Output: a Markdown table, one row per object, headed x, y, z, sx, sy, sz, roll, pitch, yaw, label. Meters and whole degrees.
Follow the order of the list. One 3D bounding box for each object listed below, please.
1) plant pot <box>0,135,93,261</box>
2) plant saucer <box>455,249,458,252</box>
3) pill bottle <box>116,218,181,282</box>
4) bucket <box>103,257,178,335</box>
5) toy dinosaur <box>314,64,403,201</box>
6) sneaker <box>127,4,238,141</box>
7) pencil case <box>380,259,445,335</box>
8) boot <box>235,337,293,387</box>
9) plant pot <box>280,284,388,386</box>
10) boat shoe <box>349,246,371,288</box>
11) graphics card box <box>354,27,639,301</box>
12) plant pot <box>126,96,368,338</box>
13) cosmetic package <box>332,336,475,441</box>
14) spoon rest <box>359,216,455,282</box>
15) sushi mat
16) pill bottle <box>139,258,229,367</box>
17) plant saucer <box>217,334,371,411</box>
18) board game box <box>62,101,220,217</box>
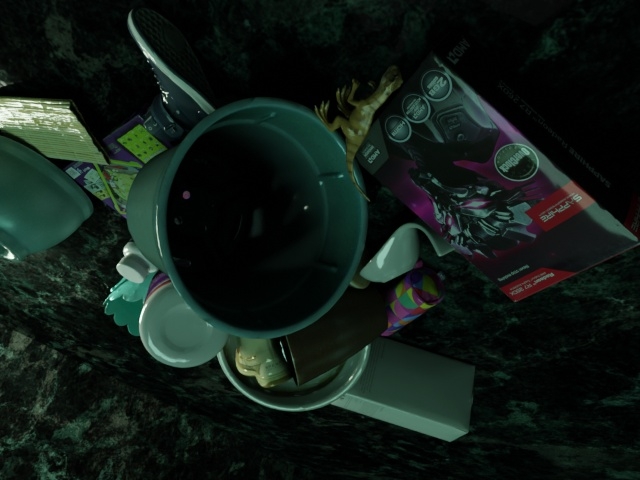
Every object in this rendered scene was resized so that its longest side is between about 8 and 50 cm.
| x | y | z | sx | sy | sz | roll | pitch | yaw | label |
| --- | --- | --- | --- | --- | --- | --- | --- | --- | --- |
| -0.721 | -0.074 | 1.191 | 0.292 | 0.196 | 0.293 | 20 | 153 | 11 | plant pot |
| 0.316 | -0.055 | 0.893 | 0.277 | 0.041 | 0.278 | 13 | 146 | 9 | plant saucer |
| -0.409 | 0.016 | 1.219 | 0.094 | 0.169 | 0.094 | 16 | 143 | 13 | pill bottle |
| -0.437 | 0.164 | 1.434 | 0.280 | 0.183 | 0.281 | 12 | 146 | 9 | bucket |
| 0.047 | -0.158 | 0.730 | 0.112 | 0.064 | 0.212 | 47 | 141 | 24 | toy dinosaur |
| -0.265 | -0.259 | 0.847 | 0.163 | 0.086 | 0.226 | -12 | 136 | 33 | sneaker |
| 0.192 | 0.140 | 1.179 | 0.104 | 0.105 | 0.236 | 25 | 143 | -9 | pencil case |
| -0.155 | 0.208 | 1.163 | 0.262 | 0.095 | 0.204 | -2 | 105 | 69 | boot |
| 0.025 | 0.183 | 1.133 | 0.230 | 0.216 | 0.215 | -16 | 145 | -10 | plant pot |
| 0.000 | 0.000 | 1.076 | 0.285 | 0.103 | 0.092 | 43 | 144 | -25 | boat shoe |
| 0.247 | -0.091 | 0.746 | 0.371 | 0.094 | 0.233 | 43 | 144 | -2 | graphics card box |
| -0.155 | -0.044 | 0.857 | 0.341 | 0.341 | 0.334 | 42 | 162 | -30 | plant pot |
| 0.232 | 0.411 | 1.445 | 0.365 | 0.197 | 0.155 | 19 | 148 | 3 | cosmetic package |
| 0.163 | 0.017 | 0.981 | 0.084 | 0.137 | 0.276 | 64 | 156 | 6 | spoon rest |
| -0.577 | -0.229 | 1.052 | 0.316 | 0.019 | 0.152 | 10 | 142 | 27 | sushi mat |
| -0.301 | 0.144 | 1.150 | 0.181 | 0.182 | 0.323 | 31 | -178 | -17 | pill bottle |
| -0.070 | 0.246 | 1.332 | 0.399 | 0.100 | 0.401 | 0 | 105 | 1 | plant saucer |
| -0.388 | -0.148 | 1.099 | 0.346 | 0.056 | 0.208 | -15 | 129 | 40 | board game box |
